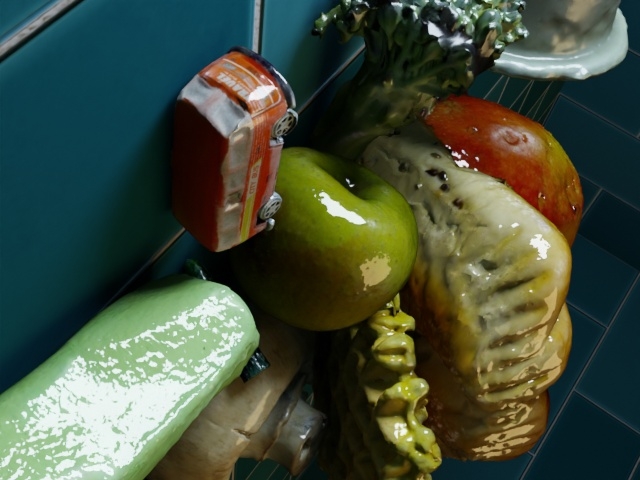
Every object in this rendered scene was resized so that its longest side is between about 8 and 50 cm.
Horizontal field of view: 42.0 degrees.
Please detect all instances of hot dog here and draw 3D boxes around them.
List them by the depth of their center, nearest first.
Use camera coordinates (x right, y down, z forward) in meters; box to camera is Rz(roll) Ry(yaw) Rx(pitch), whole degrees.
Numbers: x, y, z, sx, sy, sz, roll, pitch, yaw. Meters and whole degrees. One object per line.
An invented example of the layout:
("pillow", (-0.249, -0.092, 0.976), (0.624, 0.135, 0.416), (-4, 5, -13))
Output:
("hot dog", (0.152, 0.070, 0.990), (0.196, 0.365, 0.368), (-11, 124, -17))

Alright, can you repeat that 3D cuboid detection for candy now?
("candy", (-0.190, 0.159, 0.658), (0.343, 0.131, 0.142), (-44, 153, -42))

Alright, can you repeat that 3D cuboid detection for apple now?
("apple", (0.000, 0.000, 0.826), (0.157, 0.196, 0.196), (-58, 168, 28))

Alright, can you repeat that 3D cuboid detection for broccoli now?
("broccoli", (0.066, -0.165, 0.825), (0.146, 0.164, 0.304), (-55, -177, -36))

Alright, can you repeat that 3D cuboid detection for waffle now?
("waffle", (0.047, 0.180, 0.928), (0.329, 0.062, 0.330), (179, -90, -74))

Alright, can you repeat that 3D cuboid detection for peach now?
("peach", (0.240, -0.071, 1.399), (0.416, 0.353, 0.339), (12, 110, -31))

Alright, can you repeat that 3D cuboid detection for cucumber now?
("cucumber", (-0.096, 0.074, 0.806), (0.032, 0.133, 0.032), (-32, 174, -4))

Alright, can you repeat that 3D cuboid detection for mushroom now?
("mushroom", (-0.082, 0.154, 0.901), (0.254, 0.195, 0.189), (-48, 162, -38))

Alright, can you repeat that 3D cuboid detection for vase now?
("vase", (0.233, -0.343, 0.813), (0.245, 0.245, 0.291), (-45, 156, -39))

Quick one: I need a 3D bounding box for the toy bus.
("toy bus", (-0.075, -0.066, 0.662), (0.077, 0.079, 0.174), (-36, 158, -31))
